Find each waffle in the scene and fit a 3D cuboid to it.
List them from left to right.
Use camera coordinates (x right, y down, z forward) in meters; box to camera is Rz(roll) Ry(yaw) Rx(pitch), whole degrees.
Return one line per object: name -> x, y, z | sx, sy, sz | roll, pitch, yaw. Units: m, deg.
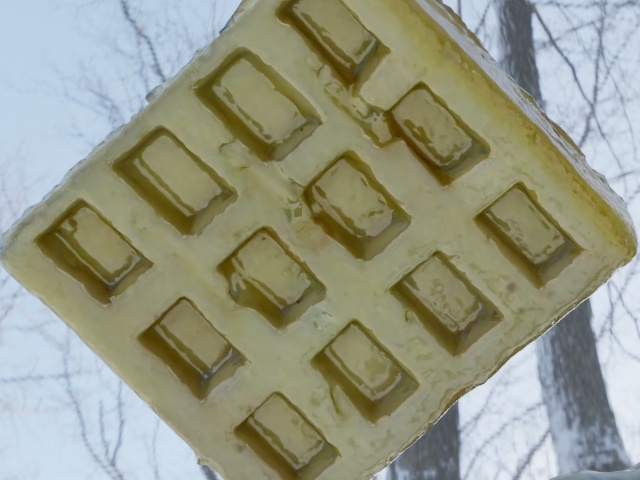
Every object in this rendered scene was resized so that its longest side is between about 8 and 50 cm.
waffle -> 0.000, 0.000, 0.631 | 0.248, 0.055, 0.221 | -42, -77, 11

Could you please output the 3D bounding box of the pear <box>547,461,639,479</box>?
pear -> 0.219, 0.223, 0.794 | 0.200, 0.200, 0.200 | 2, -60, 3
